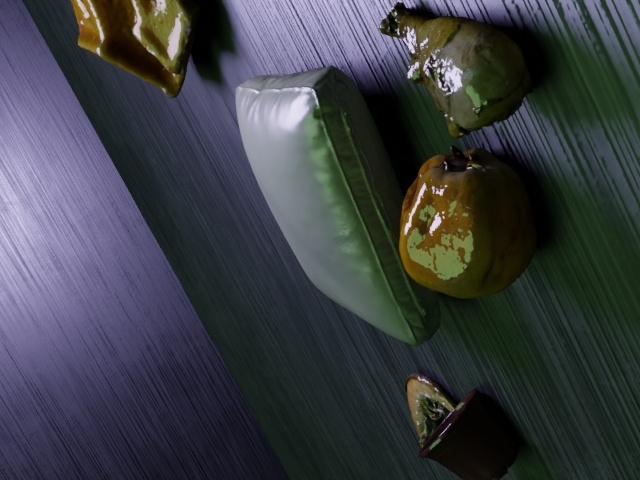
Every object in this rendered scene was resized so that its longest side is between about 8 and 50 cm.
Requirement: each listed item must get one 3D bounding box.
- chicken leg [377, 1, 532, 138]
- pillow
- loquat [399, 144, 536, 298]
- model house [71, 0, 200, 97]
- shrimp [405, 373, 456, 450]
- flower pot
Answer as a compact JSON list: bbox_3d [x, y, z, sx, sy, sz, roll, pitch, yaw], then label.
[{"bbox_3d":[0.100,-0.143,0.568,0.178,0.070,0.093,52,142,41],"label":"chicken leg"},{"bbox_3d":[0.017,-0.044,0.822,0.255,0.119,0.322,20,139,63],"label":"pillow"},{"bbox_3d":[0.126,-0.015,0.622,0.137,0.112,0.137,173,90,-69],"label":"loquat"},{"bbox_3d":[-0.274,-0.320,1.044,0.268,0.173,0.239,36,149,52],"label":"model house"},{"bbox_3d":[0.176,0.268,1.010,0.124,0.034,0.178,25,136,47],"label":"shrimp"},{"bbox_3d":[0.190,0.256,0.867,0.089,0.111,0.111,41,156,12],"label":"flower pot"}]
